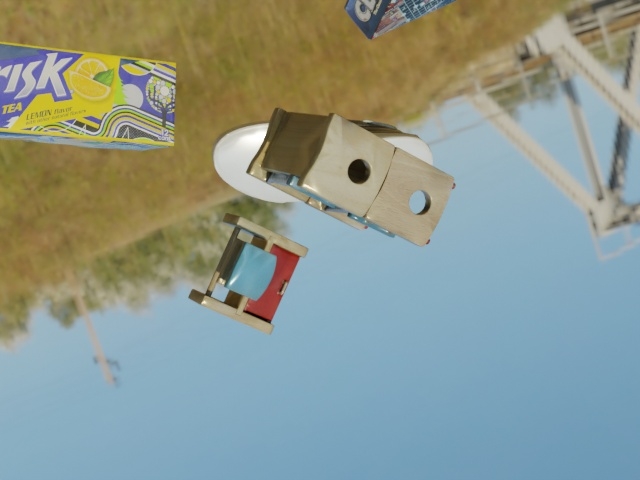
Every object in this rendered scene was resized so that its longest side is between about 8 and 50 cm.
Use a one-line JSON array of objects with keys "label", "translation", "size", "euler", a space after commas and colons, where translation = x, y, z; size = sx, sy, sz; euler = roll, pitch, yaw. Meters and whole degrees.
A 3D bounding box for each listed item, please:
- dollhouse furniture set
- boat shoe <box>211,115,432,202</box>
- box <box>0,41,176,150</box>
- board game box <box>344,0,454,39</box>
[{"label": "dollhouse furniture set", "translation": [0.000, 0.000, 1.027], "size": [0.129, 0.183, 0.129], "euler": [26, 177, -25]}, {"label": "boat shoe", "translation": [-0.004, -0.119, 1.618], "size": [0.301, 0.108, 0.102], "euler": [-3, -157, -18]}, {"label": "box", "translation": [-0.180, -0.093, 0.777], "size": [0.169, 0.059, 0.054], "euler": [3, 178, -29]}, {"label": "board game box", "translation": [0.144, -0.285, 1.091], "size": [0.243, 0.042, 0.165], "euler": [-29, 162, -34]}]
